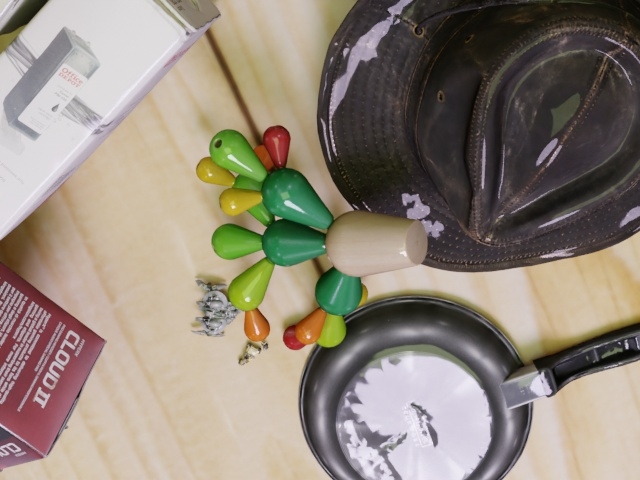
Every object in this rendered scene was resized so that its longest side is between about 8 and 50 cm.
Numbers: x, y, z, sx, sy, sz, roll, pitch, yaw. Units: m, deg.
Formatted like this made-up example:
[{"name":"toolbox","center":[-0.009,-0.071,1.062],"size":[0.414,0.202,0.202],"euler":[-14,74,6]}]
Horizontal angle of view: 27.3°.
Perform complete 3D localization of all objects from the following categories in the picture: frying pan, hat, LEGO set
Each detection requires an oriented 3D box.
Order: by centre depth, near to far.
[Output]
[{"name":"hat","center":[0.157,-0.081,0.936],"size":[0.331,0.134,0.331],"euler":[0,123,0]},{"name":"LEGO set","center":[-0.077,0.068,1.089],"size":[0.083,0.023,0.054],"euler":[36,104,-7]},{"name":"frying pan","center":[0.142,0.148,1.091],"size":[0.326,0.053,0.197],"euler":[5,106,5]}]

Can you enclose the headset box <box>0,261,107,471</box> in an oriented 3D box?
[{"name":"headset box","center":[-0.321,0.073,0.979],"size":[0.293,0.110,0.218],"euler":[41,142,-24]}]

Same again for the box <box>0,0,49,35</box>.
[{"name":"box","center":[-0.307,-0.293,0.943],"size":[0.311,0.148,0.121],"euler":[40,103,-9]}]

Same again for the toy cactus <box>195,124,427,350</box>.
[{"name":"toy cactus","center":[0.000,0.000,1.008],"size":[0.181,0.112,0.219],"euler":[0,122,33]}]

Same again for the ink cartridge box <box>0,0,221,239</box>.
[{"name":"ink cartridge box","center":[-0.185,-0.115,0.976],"size":[0.218,0.158,0.092],"euler":[-43,98,12]}]
